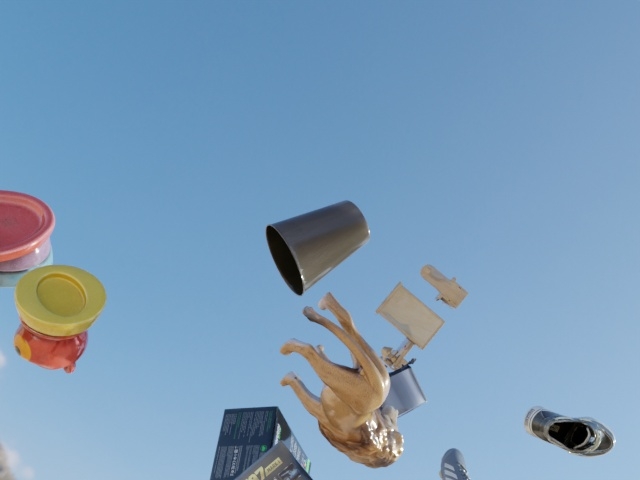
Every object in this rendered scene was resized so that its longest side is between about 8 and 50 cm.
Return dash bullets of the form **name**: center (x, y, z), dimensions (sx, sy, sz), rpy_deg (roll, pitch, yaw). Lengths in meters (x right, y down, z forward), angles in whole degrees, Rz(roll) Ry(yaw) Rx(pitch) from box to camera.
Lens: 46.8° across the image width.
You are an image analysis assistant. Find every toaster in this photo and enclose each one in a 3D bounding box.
- **toaster**: center (0.160, 0.396, 1.849), dimensions (0.110, 0.168, 0.186), rpy_deg (62, -29, 16)

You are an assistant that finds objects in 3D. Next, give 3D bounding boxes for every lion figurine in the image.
- **lion figurine**: center (0.050, 0.258, 1.250), dimensions (0.240, 0.142, 0.392), rpy_deg (44, -17, 20)

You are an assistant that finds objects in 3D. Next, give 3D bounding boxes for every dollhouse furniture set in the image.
- **dollhouse furniture set**: center (0.260, 0.231, 2.248), dimensions (0.173, 0.303, 0.355), rpy_deg (41, -9, 6)

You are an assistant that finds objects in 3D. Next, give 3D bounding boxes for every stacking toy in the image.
- **stacking toy**: center (-0.485, 0.073, 1.054), dimensions (0.309, 0.279, 0.130), rpy_deg (49, -46, 35)

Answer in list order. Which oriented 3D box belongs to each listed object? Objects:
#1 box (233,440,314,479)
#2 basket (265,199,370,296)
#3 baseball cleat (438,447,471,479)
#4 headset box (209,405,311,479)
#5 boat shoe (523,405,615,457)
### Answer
- **box**: center (-0.096, 0.478, 1.224), dimensions (0.183, 0.232, 0.059), rpy_deg (46, -18, 19)
- **basket**: center (0.000, 0.000, 1.890), dimensions (0.154, 0.226, 0.205), rpy_deg (21, -44, 58)
- **baseball cleat**: center (0.272, 0.461, 1.384), dimensions (0.109, 0.206, 0.072), rpy_deg (-35, -72, 29)
- **headset box**: center (-0.126, 0.543, 1.616), dimensions (0.131, 0.246, 0.283), rpy_deg (-6, -45, 15)
- **boat shoe**: center (0.479, 0.367, 1.379), dimensions (0.219, 0.078, 0.070), rpy_deg (18, -1, -25)
